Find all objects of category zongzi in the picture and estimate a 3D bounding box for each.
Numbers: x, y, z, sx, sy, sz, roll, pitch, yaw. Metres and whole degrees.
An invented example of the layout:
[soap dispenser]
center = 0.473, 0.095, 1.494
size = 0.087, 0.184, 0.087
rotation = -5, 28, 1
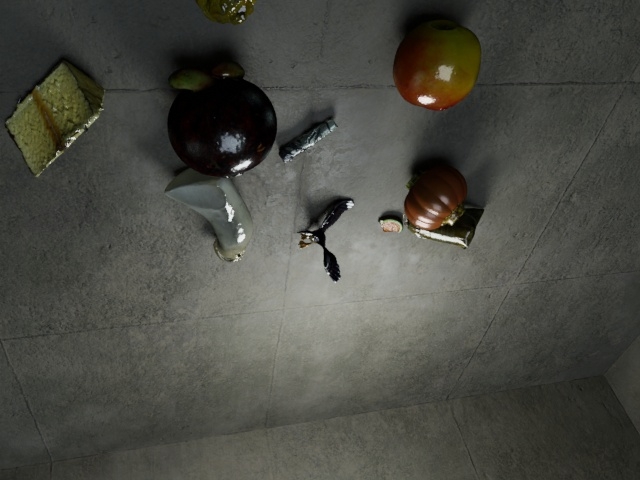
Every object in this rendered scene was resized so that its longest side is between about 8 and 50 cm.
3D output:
[zongzi]
center = 0.431, -0.078, 2.149
size = 0.248, 0.241, 0.111
rotation = 14, 120, 19

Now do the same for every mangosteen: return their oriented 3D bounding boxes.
[mangosteen]
center = -0.245, -0.297, 1.514
size = 0.288, 0.288, 0.288
rotation = -10, 139, -9

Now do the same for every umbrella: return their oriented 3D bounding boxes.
[umbrella]
center = -0.036, -0.284, 1.757
size = 0.188, 0.046, 0.050
rotation = -29, -179, 14

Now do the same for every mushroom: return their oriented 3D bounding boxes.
[mushroom]
center = -0.295, -0.067, 1.859
size = 0.177, 0.126, 0.397
rotation = -14, 141, 11

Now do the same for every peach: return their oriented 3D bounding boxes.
[peach]
center = 0.299, -0.447, 1.574
size = 0.231, 0.231, 0.231
rotation = -10, 139, -9

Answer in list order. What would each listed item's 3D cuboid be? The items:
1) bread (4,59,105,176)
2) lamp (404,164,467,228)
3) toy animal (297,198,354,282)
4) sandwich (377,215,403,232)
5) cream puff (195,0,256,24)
[bread]
center = -0.637, -0.294, 1.489
size = 0.266, 0.142, 0.178
rotation = -34, 96, 21
[lamp]
center = 0.366, -0.135, 1.955
size = 0.223, 0.196, 0.223
rotation = -44, 168, -12
[toy animal]
center = -0.013, 0.001, 2.014
size = 0.197, 0.272, 0.160
rotation = 6, 171, -32
[sandwich]
center = 0.244, -0.058, 2.133
size = 0.101, 0.026, 0.069
rotation = 2, 140, -17
[cream puff]
center = -0.203, -0.537, 1.365
size = 0.146, 0.116, 0.146
rotation = -12, 138, -11
